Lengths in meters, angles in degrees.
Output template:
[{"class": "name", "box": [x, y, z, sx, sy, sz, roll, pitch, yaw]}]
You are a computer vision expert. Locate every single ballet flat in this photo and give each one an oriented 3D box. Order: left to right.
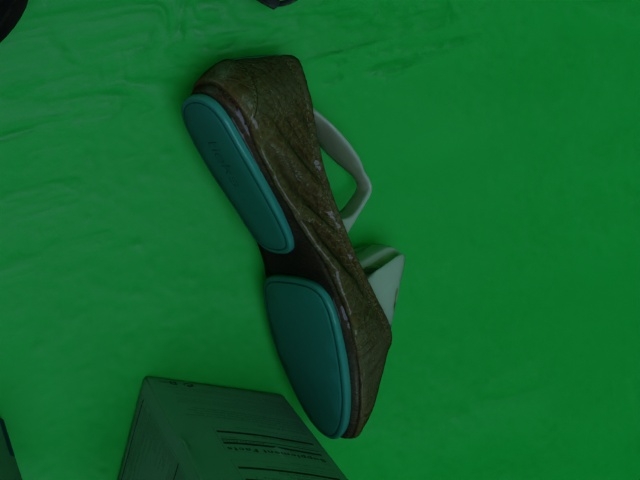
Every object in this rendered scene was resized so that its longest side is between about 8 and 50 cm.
[{"class": "ballet flat", "box": [0.000, 0.000, 1.015, 0.124, 0.116, 0.342, -34, 113, -29]}]

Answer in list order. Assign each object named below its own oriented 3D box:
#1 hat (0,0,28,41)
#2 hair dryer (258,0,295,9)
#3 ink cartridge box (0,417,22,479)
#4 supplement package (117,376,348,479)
[{"class": "hat", "box": [-0.346, -0.225, 0.777, 0.331, 0.134, 0.331, -19, 118, -40]}, {"class": "hair dryer", "box": [-0.101, -0.249, 0.861, 0.293, 0.080, 0.224, -26, 113, -30]}, {"class": "ink cartridge box", "box": [-0.310, 0.233, 0.941, 0.082, 0.139, 0.191, 24, 98, -27]}, {"class": "supplement package", "box": [-0.068, 0.223, 0.971, 0.133, 0.244, 0.139, 11, 103, -23]}]
